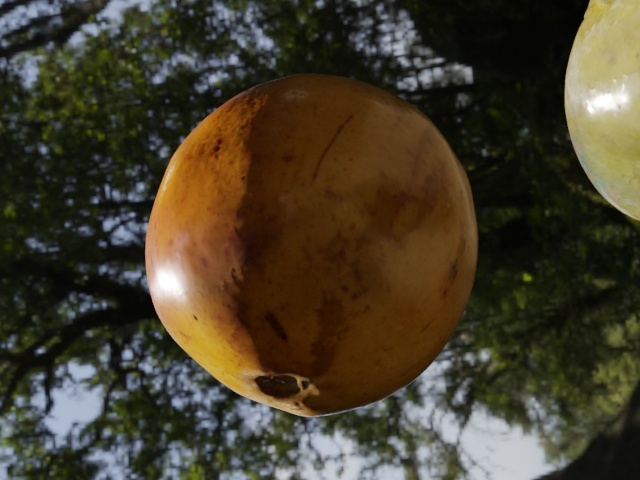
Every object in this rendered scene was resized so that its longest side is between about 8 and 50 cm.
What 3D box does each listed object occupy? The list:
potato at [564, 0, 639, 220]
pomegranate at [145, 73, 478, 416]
[{"bbox_3d":[0.194,-0.067,0.520,0.202,0.117,0.182,52,-174,-51],"label":"potato"},{"bbox_3d":[0.000,0.000,0.751,0.264,0.265,0.264,-6,-90,-82],"label":"pomegranate"}]
